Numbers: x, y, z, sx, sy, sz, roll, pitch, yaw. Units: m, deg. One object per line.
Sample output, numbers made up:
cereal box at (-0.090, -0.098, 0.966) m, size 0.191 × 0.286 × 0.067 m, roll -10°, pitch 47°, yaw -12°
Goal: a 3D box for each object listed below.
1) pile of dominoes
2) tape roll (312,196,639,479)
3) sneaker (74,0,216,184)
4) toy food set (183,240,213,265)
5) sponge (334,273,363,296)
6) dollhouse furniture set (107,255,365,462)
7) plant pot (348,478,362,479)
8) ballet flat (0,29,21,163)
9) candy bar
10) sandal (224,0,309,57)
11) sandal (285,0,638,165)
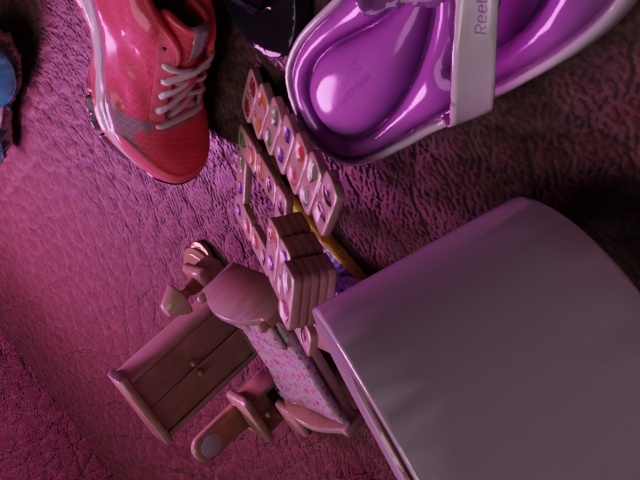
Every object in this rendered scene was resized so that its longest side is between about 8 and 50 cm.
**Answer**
pile of dominoes at (-0.051, -0.031, 0.717) m, size 0.251 × 0.040 × 0.196 m, roll -122°, pitch 30°, yaw -46°
tape roll at (0.124, 0.114, 0.544) m, size 0.246 × 0.169 × 0.246 m, roll 61°, pitch 175°, yaw 9°
sneaker at (-0.155, -0.176, 0.742) m, size 0.136 × 0.116 × 0.314 m, roll 23°, pitch 138°, yaw 36°
toy food set at (-0.156, 0.041, 1.054) m, size 0.083 × 0.020 × 0.082 m, roll 54°, pitch 149°, yaw -5°
sponge at (0.085, 0.098, 0.770) m, size 0.210 × 0.031 × 0.117 m, roll 14°, pitch 140°, yaw 39°
dollhouse furniture set at (-0.075, 0.199, 0.907) m, size 0.355 × 0.174 × 0.303 m, roll 15°, pitch 141°, yaw 52°
plant pot at (0.042, 0.386, 1.071) m, size 0.134 × 0.134 × 0.095 m, roll 38°, pitch 119°, yaw 21°
ballet flat at (-0.531, -0.233, 1.162) m, size 0.147 × 0.147 × 0.409 m, roll 51°, pitch 149°, yaw 0°
candy bar at (0.000, 0.000, 0.815) m, size 0.161 × 0.018 × 0.040 m, roll 50°, pitch 149°, yaw 4°
sandal at (-0.082, -0.262, 0.616) m, size 0.097 × 0.054 × 0.255 m, roll 11°, pitch 130°, yaw 47°
sandal at (0.069, -0.144, 0.494) m, size 0.169 × 0.102 × 0.416 m, roll 49°, pitch 150°, yaw 4°
